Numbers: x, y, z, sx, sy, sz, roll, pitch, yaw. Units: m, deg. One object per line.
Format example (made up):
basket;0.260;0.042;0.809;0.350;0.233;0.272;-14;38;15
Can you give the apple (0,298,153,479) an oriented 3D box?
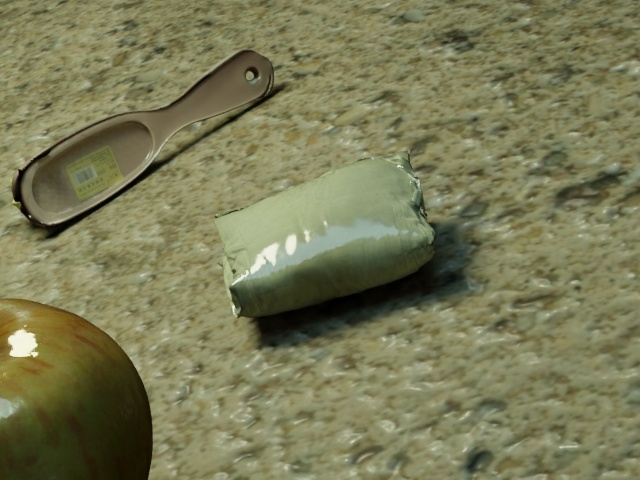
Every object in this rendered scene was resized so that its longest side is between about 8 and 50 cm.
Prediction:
apple;-0.231;0.148;1.257;0.261;0.194;0.261;-8;25;4

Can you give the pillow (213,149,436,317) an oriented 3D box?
pillow;0.000;0.000;1.521;0.181;0.077;0.134;-17;28;3

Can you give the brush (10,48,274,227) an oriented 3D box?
brush;-0.175;-0.106;1.834;0.313;0.072;0.067;-34;18;-29
